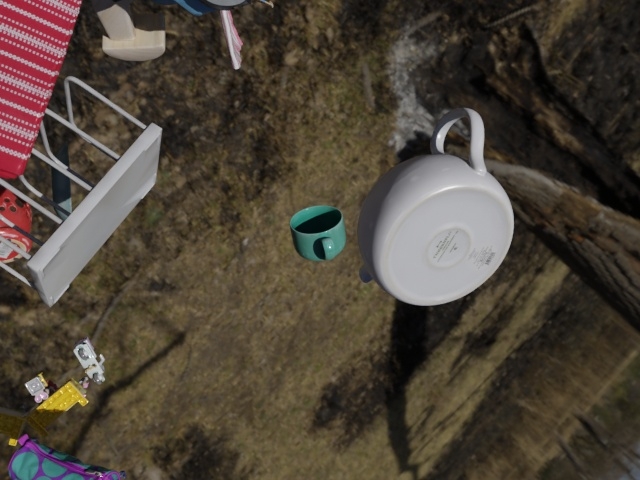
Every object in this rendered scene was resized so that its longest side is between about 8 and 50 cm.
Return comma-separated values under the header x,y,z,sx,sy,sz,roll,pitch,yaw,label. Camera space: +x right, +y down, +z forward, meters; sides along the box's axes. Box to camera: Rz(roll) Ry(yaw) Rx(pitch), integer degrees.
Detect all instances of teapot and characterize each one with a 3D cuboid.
x,y,z,sx,sy,sz,roll,pitch,yaw,label
0.162,-0.040,1.055,0.256,0.187,0.252,-26,127,-1,teapot

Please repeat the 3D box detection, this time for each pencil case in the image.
x,y,z,sx,sy,sz,roll,pitch,yaw,label
-0.351,0.324,0.933,0.064,0.152,0.070,-49,150,-60,pencil case

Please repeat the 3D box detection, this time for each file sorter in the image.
x,y,z,sx,sy,sz,roll,pitch,yaw,label
-0.399,-0.076,1.033,0.277,0.173,0.193,-57,-178,-25,file sorter

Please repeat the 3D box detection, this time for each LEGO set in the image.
x,y,z,sx,sy,sz,roll,pitch,yaw,label
-0.499,0.264,1.141,0.287,0.132,0.107,-18,-172,-7,LEGO set

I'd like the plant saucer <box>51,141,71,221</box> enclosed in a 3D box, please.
x,y,z,sx,sy,sz,roll,pitch,yaw,label
-0.587,-0.127,1.528,0.038,0.195,0.195,-2,136,-22,plant saucer

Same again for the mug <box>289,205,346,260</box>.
x,y,z,sx,sy,sz,roll,pitch,yaw,label
-0.007,-0.003,1.612,0.157,0.130,0.097,-63,150,-51,mug

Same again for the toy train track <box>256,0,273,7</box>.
x,y,z,sx,sy,sz,roll,pitch,yaw,label
-0.135,-0.517,1.437,0.014,0.083,0.048,-60,167,-12,toy train track

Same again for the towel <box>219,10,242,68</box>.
x,y,z,sx,sy,sz,roll,pitch,yaw,label
-0.207,-0.493,1.565,0.029,0.197,0.144,-12,121,-1,towel

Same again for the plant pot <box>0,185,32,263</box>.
x,y,z,sx,sy,sz,roll,pitch,yaw,label
-0.940,-0.040,1.968,0.191,0.174,0.191,-15,151,-9,plant pot

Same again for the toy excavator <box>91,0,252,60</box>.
x,y,z,sx,sy,sz,roll,pitch,yaw,label
-0.310,-0.487,1.197,0.445,0.222,0.433,-7,168,24,toy excavator

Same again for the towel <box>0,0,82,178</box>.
x,y,z,sx,sy,sz,roll,pitch,yaw,label
-0.451,-0.237,0.887,0.199,0.031,0.274,20,88,-24,towel

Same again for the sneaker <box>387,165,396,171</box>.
x,y,z,sx,sy,sz,roll,pitch,yaw,label
0.190,-0.040,1.582,0.102,0.146,0.293,-5,115,-12,sneaker
